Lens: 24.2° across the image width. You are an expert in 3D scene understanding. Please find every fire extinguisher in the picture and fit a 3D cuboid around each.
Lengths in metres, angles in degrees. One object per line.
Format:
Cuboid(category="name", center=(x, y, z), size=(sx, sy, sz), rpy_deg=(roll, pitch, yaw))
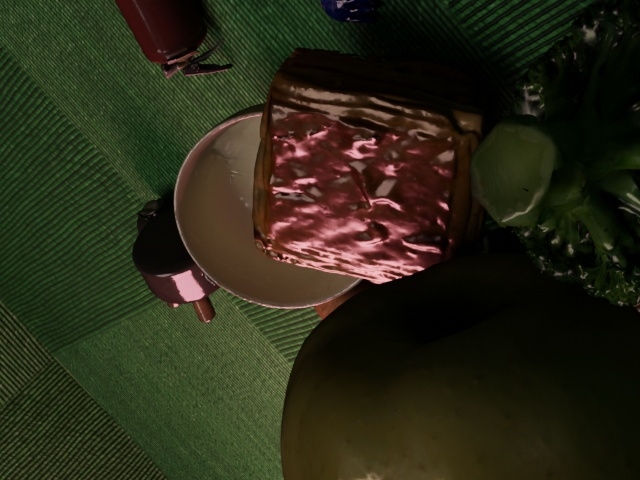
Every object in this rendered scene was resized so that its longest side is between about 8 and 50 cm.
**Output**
Cuboid(category="fire extinguisher", center=(-0.211, -0.315, 1.933), size=(0.105, 0.105, 0.269), rpy_deg=(13, 140, 46))

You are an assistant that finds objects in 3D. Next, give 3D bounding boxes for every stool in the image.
Cuboid(category="stool", center=(-0.207, 0.019, 2.371), size=(0.228, 0.153, 0.139), rpy_deg=(-101, -11, -48))

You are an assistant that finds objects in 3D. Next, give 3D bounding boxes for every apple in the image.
Cuboid(category="apple", center=(0.182, 0.244, 1.603), size=(0.473, 0.473, 0.473), rpy_deg=(33, 152, 21))

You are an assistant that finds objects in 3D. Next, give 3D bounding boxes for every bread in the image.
Cuboid(category="bread", center=(0.066, -0.094, 1.725), size=(0.277, 0.167, 0.324), rpy_deg=(13, 143, 9))

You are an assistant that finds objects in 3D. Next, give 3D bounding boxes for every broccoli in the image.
Cuboid(category="broccoli", center=(0.272, -0.085, 1.381), size=(0.297, 0.297, 0.297), rpy_deg=(4, 97, 38))

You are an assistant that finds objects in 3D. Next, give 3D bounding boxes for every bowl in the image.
Cuboid(category="bowl", center=(-0.043, -0.062, 1.943), size=(0.277, 0.145, 0.277), rpy_deg=(3, 116, 6))

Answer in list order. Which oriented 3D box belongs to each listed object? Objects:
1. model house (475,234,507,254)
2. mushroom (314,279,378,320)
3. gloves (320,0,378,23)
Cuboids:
Cuboid(category="model house", center=(0.202, 0.105, 1.862), size=(0.189, 0.195, 0.214), rpy_deg=(-15, 120, 51))
Cuboid(category="mushroom", center=(0.056, 0.103, 2.055), size=(0.151, 0.156, 0.286), rpy_deg=(29, 171, 15))
Cuboid(category="gloves", center=(0.032, -0.277, 1.714), size=(0.086, 0.026, 0.064), rpy_deg=(16, 140, 44))
